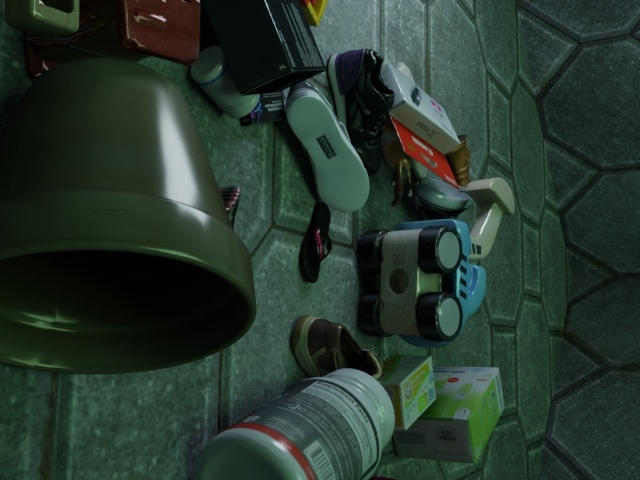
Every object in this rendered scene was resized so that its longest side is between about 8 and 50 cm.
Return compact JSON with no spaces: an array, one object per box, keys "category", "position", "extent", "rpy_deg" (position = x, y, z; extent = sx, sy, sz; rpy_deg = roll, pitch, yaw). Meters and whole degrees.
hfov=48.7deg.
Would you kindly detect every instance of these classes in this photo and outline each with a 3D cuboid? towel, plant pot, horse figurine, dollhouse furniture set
[{"category":"towel","position":[0.237,-0.304,1.870],"extent":[0.282,0.049,0.187],"rpy_deg":[58,40,-40]},{"category":"plant pot","position":[-0.239,-0.037,0.782],"extent":[0.323,0.323,0.281],"rpy_deg":[37,39,-53]},{"category":"horse figurine","position":[0.171,-0.212,1.675],"extent":[0.174,0.066,0.263],"rpy_deg":[71,8,-57]},{"category":"dollhouse furniture set","position":[-0.323,-0.277,0.739],"extent":[0.374,0.201,0.152],"rpy_deg":[1,86,-54]}]

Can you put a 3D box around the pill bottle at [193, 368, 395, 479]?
[{"category":"pill bottle","position":[-0.023,0.351,1.173],"extent":[0.363,0.210,0.210],"rpy_deg":[-17,102,-60]}]

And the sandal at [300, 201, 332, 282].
[{"category":"sandal","position":[0.000,0.000,1.422],"extent":[0.067,0.040,0.179],"rpy_deg":[48,47,-48]}]

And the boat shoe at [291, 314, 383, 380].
[{"category":"boat shoe","position":[0.066,0.275,1.423],"extent":[0.342,0.123,0.123],"rpy_deg":[62,38,-36]}]

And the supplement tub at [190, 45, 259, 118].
[{"category":"supplement tub","position":[-0.155,-0.257,1.148],"extent":[0.107,0.071,0.071],"rpy_deg":[44,50,-50]}]

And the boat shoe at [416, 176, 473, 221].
[{"category":"boat shoe","position":[0.336,-0.091,1.940],"extent":[0.119,0.121,0.335],"rpy_deg":[-58,155,16]}]

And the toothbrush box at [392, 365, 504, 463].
[{"category":"toothbrush box","position":[0.324,0.429,1.781],"extent":[0.283,0.206,0.122],"rpy_deg":[-28,111,-57]}]

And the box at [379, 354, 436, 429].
[{"category":"box","position":[0.183,0.348,1.644],"extent":[0.203,0.103,0.114],"rpy_deg":[-20,104,-60]}]

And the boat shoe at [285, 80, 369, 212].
[{"category":"boat shoe","position":[0.012,-0.187,1.413],"extent":[0.301,0.108,0.102],"rpy_deg":[57,16,-38]}]

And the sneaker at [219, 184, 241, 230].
[{"category":"sneaker","position":[-0.156,-0.034,1.153],"extent":[0.057,0.047,0.119],"rpy_deg":[54,49,-53]}]

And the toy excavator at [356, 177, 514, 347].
[{"category":"toy excavator","position":[0.311,0.039,1.692],"extent":[0.445,0.222,0.433],"rpy_deg":[10,79,-46]}]

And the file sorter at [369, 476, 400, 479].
[{"category":"file sorter","position":[0.202,0.609,1.464],"extent":[0.202,0.290,0.182],"rpy_deg":[27,67,-57]}]

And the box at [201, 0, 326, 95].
[{"category":"box","position":[-0.105,-0.377,1.138],"extent":[0.261,0.103,0.184],"rpy_deg":[68,19,-6]}]

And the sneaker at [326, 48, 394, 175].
[{"category":"sneaker","position":[0.107,-0.278,1.559],"extent":[0.107,0.124,0.283],"rpy_deg":[-46,126,-52]}]

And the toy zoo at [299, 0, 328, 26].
[{"category":"toy zoo","position":[-0.014,-0.548,1.369],"extent":[0.293,0.030,0.193],"rpy_deg":[36,70,-74]}]

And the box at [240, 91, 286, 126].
[{"category":"box","position":[-0.114,-0.290,1.267],"extent":[0.116,0.029,0.162],"rpy_deg":[-25,107,-58]}]

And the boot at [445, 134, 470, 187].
[{"category":"boot","position":[0.420,-0.235,2.166],"extent":[0.197,0.072,0.153],"rpy_deg":[-28,115,-55]}]

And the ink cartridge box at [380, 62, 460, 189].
[{"category":"ink cartridge box","position":[0.253,-0.271,1.706],"extent":[0.275,0.060,0.239],"rpy_deg":[23,40,-48]}]
